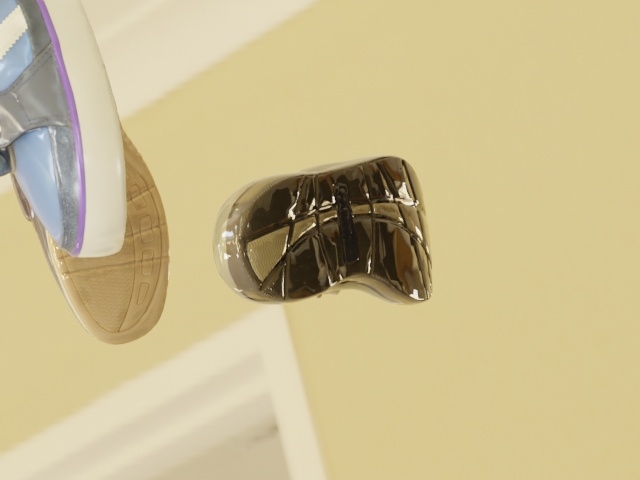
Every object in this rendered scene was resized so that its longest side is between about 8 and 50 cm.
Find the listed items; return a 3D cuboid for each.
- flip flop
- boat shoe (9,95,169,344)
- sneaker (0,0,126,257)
[{"bbox_3d":[0.000,0.000,1.331,0.080,0.112,0.277,-8,-1,34],"label":"flip flop"},{"bbox_3d":[-0.204,-0.053,1.540,0.103,0.285,0.092,-21,5,-24],"label":"boat shoe"},{"bbox_3d":[-0.276,-0.119,1.220,0.236,0.323,0.130,-15,-8,-18],"label":"sneaker"}]
